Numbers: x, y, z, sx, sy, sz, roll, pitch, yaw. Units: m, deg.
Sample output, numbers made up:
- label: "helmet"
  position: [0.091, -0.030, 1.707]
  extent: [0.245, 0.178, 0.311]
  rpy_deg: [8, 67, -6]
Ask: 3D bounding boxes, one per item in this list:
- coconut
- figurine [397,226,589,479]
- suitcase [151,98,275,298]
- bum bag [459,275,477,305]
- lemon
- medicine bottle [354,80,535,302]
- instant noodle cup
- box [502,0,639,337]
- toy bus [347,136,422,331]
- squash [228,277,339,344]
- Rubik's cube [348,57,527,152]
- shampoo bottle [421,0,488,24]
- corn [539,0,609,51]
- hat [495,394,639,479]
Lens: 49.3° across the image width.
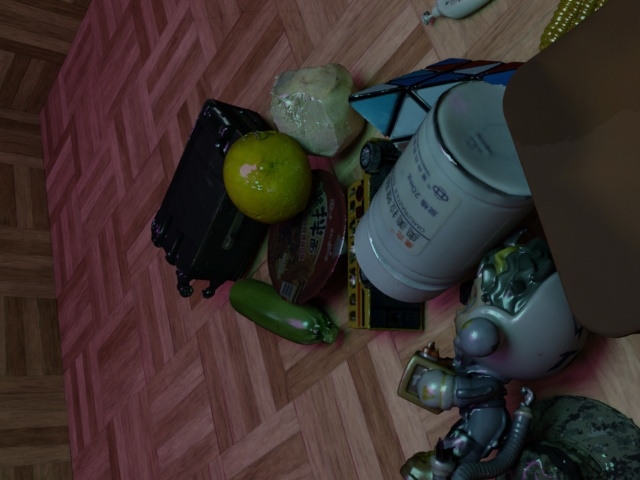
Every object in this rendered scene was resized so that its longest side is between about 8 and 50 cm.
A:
- label: "coconut"
  position: [0.001, -0.255, 1.381]
  extent: [0.194, 0.194, 0.194]
  rpy_deg: [-12, 74, 51]
- label: "figurine"
  position: [0.230, 0.164, 0.956]
  extent: [0.186, 0.261, 0.382]
  rpy_deg: [31, 92, 7]
- label: "suitcase"
  position: [-0.233, -0.102, 1.638]
  extent: [0.283, 0.194, 0.434]
  rpy_deg: [50, 122, 44]
- label: "bum bag"
  position: [0.266, 0.069, 1.094]
  extent: [0.124, 0.034, 0.058]
  rpy_deg: [-41, 42, 40]
- label: "lemon"
  position: [-0.100, -0.120, 1.345]
  extent: [0.173, 0.206, 0.173]
  rpy_deg: [-6, 63, 11]
- label: "medicine bottle"
  position: [0.183, -0.054, 1.017]
  extent: [0.332, 0.190, 0.190]
  rpy_deg: [120, 141, -56]
- label: "instant noodle cup"
  position: [0.000, 0.000, 1.395]
  extent: [0.274, 0.091, 0.274]
  rpy_deg: [-24, 59, 49]
- label: "box"
  position: [0.401, -0.074, 0.783]
  extent: [0.239, 0.229, 0.339]
  rpy_deg: [-35, 57, 43]
- label: "toy bus"
  position: [0.114, -0.007, 1.238]
  extent: [0.123, 0.121, 0.335]
  rpy_deg: [161, 112, -63]
- label: "squash"
  position: [-0.090, 0.151, 1.491]
  extent: [0.379, 0.101, 0.101]
  rpy_deg: [18, 98, 51]
- label: "Rubik's cube"
  position: [0.253, -0.241, 1.087]
  extent: [0.234, 0.284, 0.250]
  rpy_deg: [-21, 32, 49]
- label: "shampoo bottle"
  position: [0.234, -0.417, 1.209]
  extent: [0.152, 0.045, 0.077]
  rpy_deg: [-25, 67, 46]
- label: "corn"
  position: [0.398, -0.362, 0.942]
  extent: [0.102, 0.102, 0.313]
  rpy_deg: [49, 122, 45]
- label: "hat"
  position: [0.307, 0.333, 0.924]
  extent: [0.265, 0.128, 0.265]
  rpy_deg: [-8, 79, 48]
